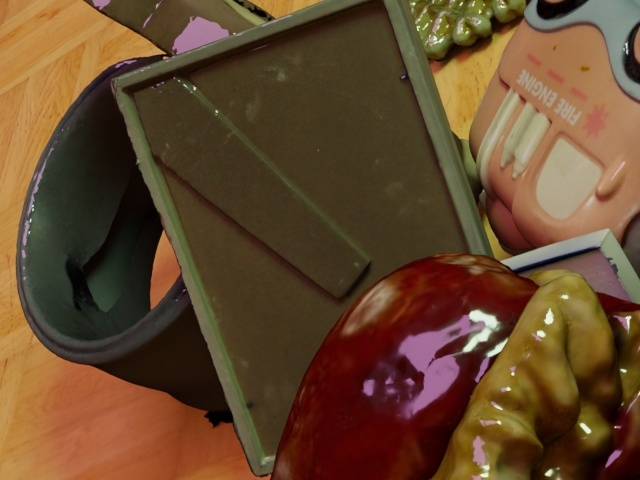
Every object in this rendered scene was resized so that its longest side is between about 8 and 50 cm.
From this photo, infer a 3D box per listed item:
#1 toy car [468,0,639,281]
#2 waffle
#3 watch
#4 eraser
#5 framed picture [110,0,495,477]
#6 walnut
[{"bbox_3d":[0.209,-0.054,1.023,0.212,0.181,0.270,-55,32,10],"label":"toy car"},{"bbox_3d":[0.139,-0.243,1.403,0.169,0.036,0.183,-30,39,24],"label":"waffle"},{"bbox_3d":[-0.087,-0.020,1.268,0.335,0.314,0.326,38,101,46],"label":"watch"},{"bbox_3d":[0.169,0.070,0.961,0.104,0.150,0.023,-20,21,37],"label":"eraser"},{"bbox_3d":[0.000,0.000,1.084,0.232,0.314,0.024,-16,9,23],"label":"framed picture"},{"bbox_3d":[0.087,0.138,0.849,0.244,0.222,0.269,-101,35,-82],"label":"walnut"}]
